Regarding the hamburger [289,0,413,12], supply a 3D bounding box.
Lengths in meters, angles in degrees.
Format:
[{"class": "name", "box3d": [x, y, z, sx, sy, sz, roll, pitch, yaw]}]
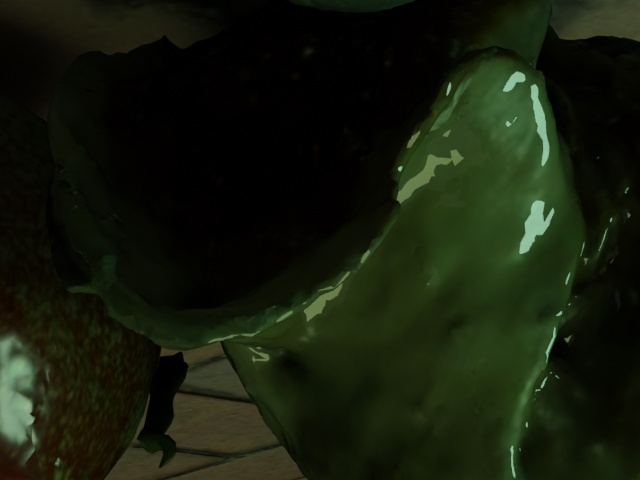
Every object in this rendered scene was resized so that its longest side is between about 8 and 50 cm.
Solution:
[{"class": "hamburger", "box3d": [0.020, -0.137, 0.702, 0.140, 0.062, 0.133, -18, 157, 33]}]

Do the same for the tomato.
[{"class": "tomato", "box3d": [-0.231, 0.058, 0.851, 0.303, 0.303, 0.239, -19, 131, 31]}]

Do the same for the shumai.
[{"class": "shumai", "box3d": [0.000, 0.000, 0.848, 0.289, 0.291, 0.330, 8, -169, -22]}]
